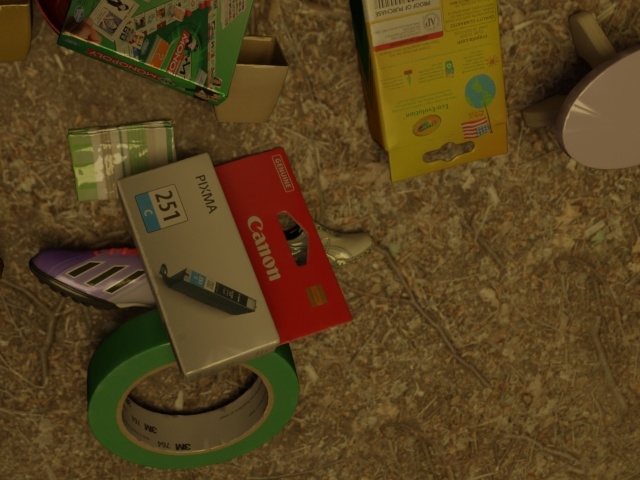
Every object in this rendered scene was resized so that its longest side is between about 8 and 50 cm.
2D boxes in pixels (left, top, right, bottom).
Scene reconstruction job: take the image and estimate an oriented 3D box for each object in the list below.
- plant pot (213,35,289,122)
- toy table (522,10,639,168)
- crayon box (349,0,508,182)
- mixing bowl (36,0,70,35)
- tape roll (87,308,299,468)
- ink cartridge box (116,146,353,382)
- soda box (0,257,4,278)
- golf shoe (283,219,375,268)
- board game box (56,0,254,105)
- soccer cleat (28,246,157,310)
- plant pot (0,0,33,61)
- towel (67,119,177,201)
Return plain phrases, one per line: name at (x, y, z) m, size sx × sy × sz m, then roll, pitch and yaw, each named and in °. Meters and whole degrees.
plant pot at (-0.112, -0.224, 1.217) m, size 0.109 × 0.109 × 0.096 m, roll 0°, pitch 124°, yaw -15°
toy table at (0.464, -0.224, 1.336) m, size 0.274 × 0.161 × 0.252 m, roll -14°, pitch 115°, yaw -8°
crayon box at (0.162, -0.264, 1.282) m, size 0.202 × 0.081 × 0.319 m, roll -14°, pitch 114°, yaw -9°
mixing bowl at (-0.286, -0.314, 1.116) m, size 0.181 × 0.098 × 0.182 m, roll 3°, pitch 82°, yaw -24°
tape roll at (-0.195, 0.231, 1.333) m, size 0.321 × 0.077 × 0.321 m, roll -8°, pitch 133°, yaw -8°
ink cartridge box at (-0.118, 0.016, 1.220) m, size 0.261 × 0.066 × 0.296 m, roll -19°, pitch 76°, yaw -16°
soda box at (-0.552, 0.050, 1.228) m, size 0.181 × 0.061 × 0.058 m, roll -18°, pitch 114°, yaw -7°
golf shoe at (0.000, 0.000, 1.357) m, size 0.176 × 0.069 × 0.086 m, roll -12°, pitch 108°, yaw -11°
board game box at (-0.181, -0.355, 1.090) m, size 0.213 × 0.046 × 0.318 m, roll 19°, pitch 76°, yaw -22°
soccer cleat at (-0.266, 0.047, 1.283) m, size 0.318 × 0.108 × 0.117 m, roll 17°, pitch 104°, yaw -25°
plant pot at (-0.414, -0.280, 1.125) m, size 0.081 × 0.081 × 0.083 m, roll -7°, pitch 125°, yaw -12°
towel at (-0.284, -0.113, 1.256) m, size 0.151 × 0.023 × 0.113 m, roll -7°, pitch 112°, yaw -12°
